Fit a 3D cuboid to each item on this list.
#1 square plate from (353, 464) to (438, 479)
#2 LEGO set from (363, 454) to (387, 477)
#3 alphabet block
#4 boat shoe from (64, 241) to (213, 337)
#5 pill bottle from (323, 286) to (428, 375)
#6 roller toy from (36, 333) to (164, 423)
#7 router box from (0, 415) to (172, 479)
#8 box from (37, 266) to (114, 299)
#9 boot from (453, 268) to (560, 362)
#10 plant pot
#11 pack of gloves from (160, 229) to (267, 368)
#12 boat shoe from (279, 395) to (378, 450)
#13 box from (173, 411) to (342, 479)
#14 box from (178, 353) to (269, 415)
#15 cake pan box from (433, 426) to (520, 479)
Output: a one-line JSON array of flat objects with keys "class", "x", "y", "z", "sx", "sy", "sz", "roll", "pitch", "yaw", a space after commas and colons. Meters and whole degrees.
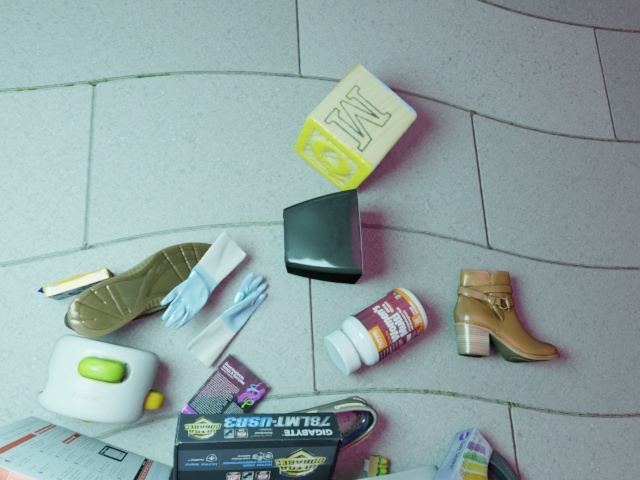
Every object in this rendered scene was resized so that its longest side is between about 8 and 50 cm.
[{"class": "square plate", "x": 0.157, "y": 0.648, "z": 0.935, "sx": 0.347, "sy": 0.049, "sz": 0.344, "roll": 19, "pitch": 70, "yaw": -45}, {"class": "LEGO set", "x": 0.091, "y": 0.604, "z": 0.990, "sx": 0.132, "sy": 0.107, "sz": 0.287, "roll": 43, "pitch": 71, "yaw": -2}, {"class": "alphabet block", "x": 0.080, "y": -0.261, "z": 1.147, "sx": 0.193, "sy": 0.192, "sz": 0.197, "roll": 40, "pitch": 70, "yaw": -1}, {"class": "boat shoe", "x": -0.357, "y": 0.100, "z": 0.989, "sx": 0.342, "sy": 0.123, "sz": 0.123, "roll": -29, "pitch": 96, "yaw": -40}, {"class": "pill bottle", "x": 0.126, "y": 0.208, "z": 1.084, "sx": 0.221, "sy": 0.121, "sz": 0.121, "roll": -28, "pitch": 85, "yaw": -19}, {"class": "roller toy", "x": -0.416, "y": 0.268, "z": 0.898, "sx": 0.191, "sy": 0.209, "sz": 0.146, "roll": 5, "pitch": 73, "yaw": 23}, {"class": "router box", "x": -0.414, "y": 0.404, "z": 0.790, "sx": 0.301, "sy": 0.335, "sz": 0.082, "roll": 24, "pitch": 73, "yaw": -7}, {"class": "box", "x": -0.500, "y": 0.092, "z": 0.972, "sx": 0.136, "sy": 0.081, "sz": 0.028, "roll": -20, "pitch": 83, "yaw": -17}, {"class": "boot", "x": 0.470, "y": 0.191, "z": 1.198, "sx": 0.283, "sy": 0.109, "sz": 0.220, "roll": 8, "pitch": 71, "yaw": -5}, {"class": "plant pot", "x": 0.000, "y": 0.000, "z": 1.079, "sx": 0.166, "sy": 0.188, "sz": 0.188, "roll": -2, "pitch": 78, "yaw": -1}, {"class": "pack of gloves", "x": -0.209, "y": 0.128, "z": 1.000, "sx": 0.232, "sy": 0.046, "sz": 0.195, "roll": -52, "pitch": 129, "yaw": -26}, {"class": "boat shoe", "x": -0.032, "y": 0.419, "z": 1.007, "sx": 0.324, "sy": 0.097, "sz": 0.117, "roll": -14, "pitch": 80, "yaw": -17}, {"class": "box", "x": -0.128, "y": 0.457, "z": 0.902, "sx": 0.295, "sy": 0.073, "sz": 0.294, "roll": 4, "pitch": 116, "yaw": -13}, {"class": "box", "x": -0.206, "y": 0.343, "z": 1.018, "sx": 0.116, "sy": 0.029, "sz": 0.162, "roll": 42, "pitch": 72, "yaw": -3}, {"class": "cake pan box", "x": 0.356, "y": 0.584, "z": 1.024, "sx": 0.246, "sy": 0.070, "sz": 0.266, "roll": 53, "pitch": 40, "yaw": 4}]
